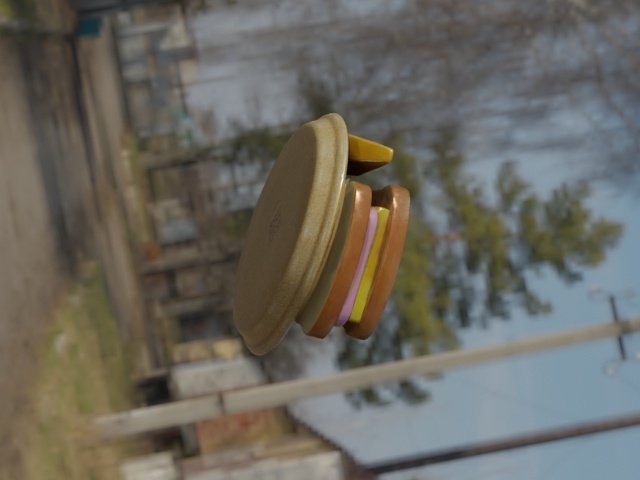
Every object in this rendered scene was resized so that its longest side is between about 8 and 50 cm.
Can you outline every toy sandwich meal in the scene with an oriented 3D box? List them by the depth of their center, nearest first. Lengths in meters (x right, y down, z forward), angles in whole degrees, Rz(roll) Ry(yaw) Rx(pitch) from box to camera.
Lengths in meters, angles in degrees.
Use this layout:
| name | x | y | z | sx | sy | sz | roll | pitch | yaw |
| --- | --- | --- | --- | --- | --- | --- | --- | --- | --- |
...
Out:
| name | x | y | z | sx | sy | sz | roll | pitch | yaw |
| --- | --- | --- | --- | --- | --- | --- | --- | --- | --- |
| toy sandwich meal | 0.000 | 0.000 | 0.506 | 0.085 | 0.029 | 0.086 | -161 | -90 | -75 |
